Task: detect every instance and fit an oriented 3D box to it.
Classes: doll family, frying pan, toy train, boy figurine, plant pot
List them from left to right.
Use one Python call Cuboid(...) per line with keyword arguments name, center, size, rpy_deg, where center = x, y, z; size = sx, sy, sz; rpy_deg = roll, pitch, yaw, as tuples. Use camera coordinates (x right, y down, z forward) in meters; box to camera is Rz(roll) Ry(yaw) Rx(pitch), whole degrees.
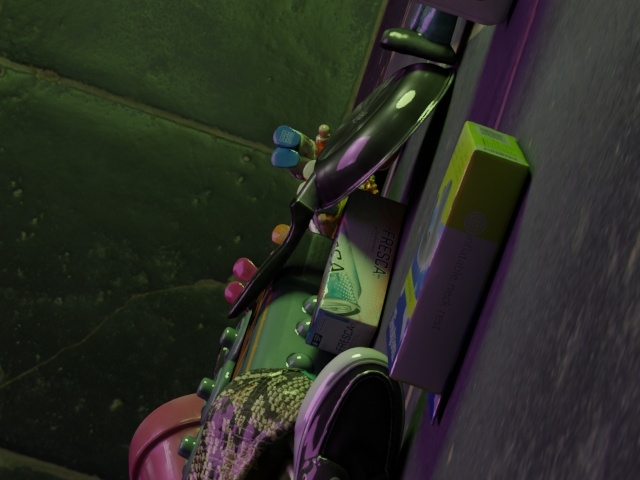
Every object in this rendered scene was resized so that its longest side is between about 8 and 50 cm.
Cuboid(name="plant pot", center=(-0.138, 0.321, 2.084), size=(0.180, 0.201, 0.201), rpy_deg=(-101, 26, -53))
Cuboid(name="toy train", center=(-0.042, 0.141, 1.725), size=(0.334, 0.142, 0.190), rpy_deg=(-72, 7, -52))
Cuboid(name="doll family", center=(0.000, 0.000, 1.933), size=(0.163, 0.118, 0.263), rpy_deg=(28, -100, -63))
Cuboid(name="frying pan", center=(0.015, -0.071, 1.727), size=(0.326, 0.053, 0.197), rpy_deg=(-42, 11, 21))
Cuboid(name="boy figurine", center=(0.140, -0.320, 1.683), size=(0.177, 0.092, 0.285), rpy_deg=(-74, -1, -82))

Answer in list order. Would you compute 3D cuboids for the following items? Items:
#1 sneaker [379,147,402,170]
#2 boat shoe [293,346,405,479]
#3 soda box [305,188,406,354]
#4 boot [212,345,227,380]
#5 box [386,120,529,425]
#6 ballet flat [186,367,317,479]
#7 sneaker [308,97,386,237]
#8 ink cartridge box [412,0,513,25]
Cuboid(name="sneaker", center=(0.086, -0.135, 1.982), size=(0.067, 0.042, 0.118), rpy_deg=(-70, 1, -77))
Cuboid(name="boat shoe", center=(0.010, 0.190, 1.158), size=(0.228, 0.080, 0.076), rpy_deg=(-69, 21, 6))
Cuboid(name="soda box", center=(0.037, 0.031, 1.674), size=(0.183, 0.063, 0.058), rpy_deg=(-75, 4, -46))
Cuboid(name="boot", center=(-0.065, 0.128, 2.268), size=(0.077, 0.137, 0.198), rpy_deg=(120, 168, -75))
Cuboid(name="box", center=(0.084, 0.019, 1.088), size=(0.109, 0.042, 0.178), rpy_deg=(-82, 12, -77))
Cuboid(name="ballet flat", center=(-0.084, 0.340, 1.390), size=(0.182, 0.164, 0.483), rpy_deg=(10, 80, 67))
Cuboid(name="sneaker", center=(0.044, -0.098, 2.130), size=(0.097, 0.084, 0.235), rpy_deg=(117, 170, -65))
Cuboid(name="ink cartridge box", center=(0.105, -0.339, 1.350), size=(0.115, 0.198, 0.273), rpy_deg=(-76, 5, -55))
